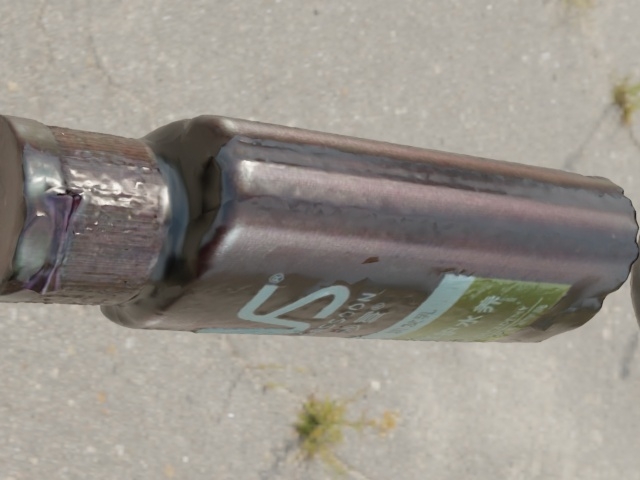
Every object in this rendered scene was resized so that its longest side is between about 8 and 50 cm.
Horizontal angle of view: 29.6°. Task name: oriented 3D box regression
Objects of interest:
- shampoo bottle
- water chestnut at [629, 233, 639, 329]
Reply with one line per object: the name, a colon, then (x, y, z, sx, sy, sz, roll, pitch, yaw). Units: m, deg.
shampoo bottle: (0.000, 0.000, 0.558, 0.323, 0.129, 0.084, 6, 62, -38)
water chestnut: (0.336, 0.006, 0.774, 0.300, 0.300, 0.300, 2, 88, -44)
